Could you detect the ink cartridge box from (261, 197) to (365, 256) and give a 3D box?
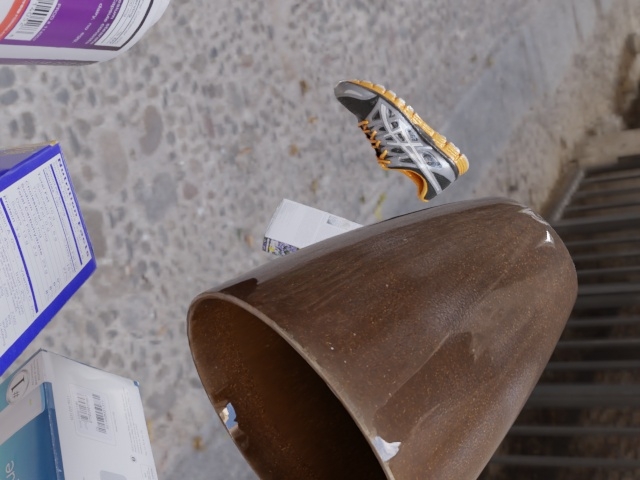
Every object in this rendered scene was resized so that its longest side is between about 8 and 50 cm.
[{"bbox_3d":[0.000,0.000,1.060,0.029,0.115,0.063,103,9,-49],"label":"ink cartridge box"}]

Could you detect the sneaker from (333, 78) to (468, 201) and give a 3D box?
[{"bbox_3d":[0.099,-0.138,1.307,0.215,0.084,0.083,38,86,-5],"label":"sneaker"}]

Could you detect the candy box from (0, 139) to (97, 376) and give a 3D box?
[{"bbox_3d":[-0.326,0.035,0.628,0.317,0.268,0.122,-78,159,-73],"label":"candy box"}]

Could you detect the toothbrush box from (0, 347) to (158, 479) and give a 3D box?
[{"bbox_3d":[-0.291,0.278,0.897,0.126,0.295,0.216,30,29,-43],"label":"toothbrush box"}]

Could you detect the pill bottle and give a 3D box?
[{"bbox_3d":[-0.247,-0.237,0.803,0.323,0.181,0.182,-30,110,-71],"label":"pill bottle"}]

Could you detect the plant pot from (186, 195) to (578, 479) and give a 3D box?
[{"bbox_3d":[0.065,0.069,0.666,0.230,0.215,0.215,-33,115,-27],"label":"plant pot"}]
